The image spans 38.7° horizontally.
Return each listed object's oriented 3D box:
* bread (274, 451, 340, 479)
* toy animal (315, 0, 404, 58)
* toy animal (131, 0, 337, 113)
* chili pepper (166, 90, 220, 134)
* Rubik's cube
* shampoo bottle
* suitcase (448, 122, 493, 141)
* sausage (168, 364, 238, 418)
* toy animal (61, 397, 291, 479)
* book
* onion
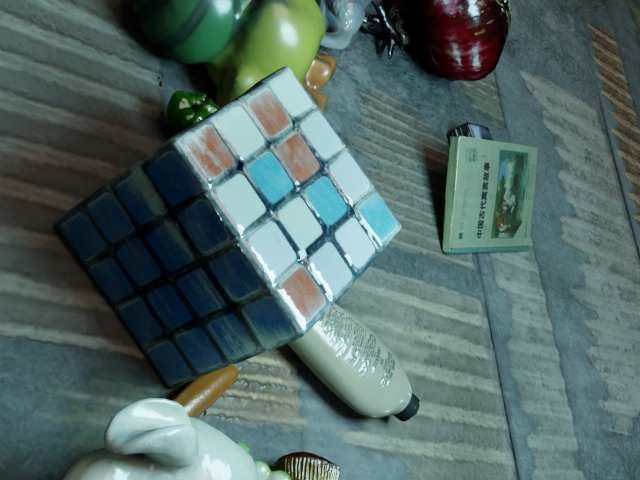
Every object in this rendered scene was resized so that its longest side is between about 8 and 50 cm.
[{"bbox_3d":[-0.016,0.295,1.154,0.085,0.085,0.053,28,56,-34],"label":"bread"},{"bbox_3d":[0.038,-0.391,1.590,0.324,0.090,0.195,-33,93,-52],"label":"toy animal"},{"bbox_3d":[-0.105,-0.307,1.314,0.338,0.191,0.216,35,47,-28],"label":"toy animal"},{"bbox_3d":[-0.106,-0.136,1.293,0.257,0.100,0.074,22,12,-43],"label":"chili pepper"},{"bbox_3d":[-0.106,-0.015,1.098,0.259,0.256,0.253,57,41,-6],"label":"Rubik's cube"},{"bbox_3d":[0.046,0.169,1.290,0.257,0.078,0.127,42,39,-19],"label":"shampoo bottle"},{"bbox_3d":[0.302,-0.165,1.764,0.086,0.059,0.126,3,67,-47],"label":"suitcase"},{"bbox_3d":[-0.150,0.188,1.104,0.131,0.041,0.039,-38,102,-50],"label":"sausage"},{"bbox_3d":[-0.130,0.307,0.937,0.247,0.182,0.310,5,63,-82],"label":"toy animal"},{"bbox_3d":[0.321,-0.081,1.701,0.282,0.025,0.215,-3,98,-47],"label":"book"},{"bbox_3d":[0.243,-0.453,1.741,0.314,0.232,0.314,-6,90,-80],"label":"onion"}]
